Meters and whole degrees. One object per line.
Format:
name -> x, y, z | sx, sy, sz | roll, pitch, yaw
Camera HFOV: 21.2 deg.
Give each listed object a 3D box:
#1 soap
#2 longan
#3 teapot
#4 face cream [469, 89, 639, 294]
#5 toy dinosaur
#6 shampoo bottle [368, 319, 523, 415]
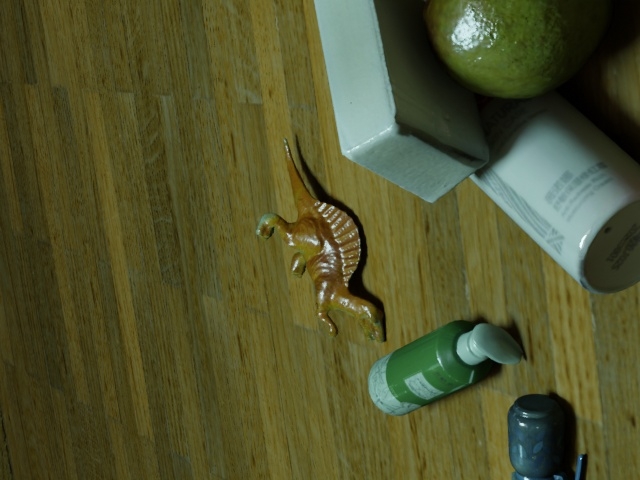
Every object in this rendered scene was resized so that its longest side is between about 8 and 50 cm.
soap -> 0.061, -0.133, 1.312 | 0.063, 0.121, 0.183 | -29, 56, 32
longan -> 0.134, -0.184, 1.279 | 0.155, 0.176, 0.145 | -90, 2, -58
teapot -> 0.194, 0.176, 1.476 | 0.049, 0.063, 0.083 | -85, -9, -67
face cream -> 0.146, -0.094, 1.374 | 0.345, 0.102, 0.102 | 48, 142, 42
toy dinosaur -> 0.000, 0.002, 1.757 | 0.142, 0.057, 0.212 | 2, 105, 51
shampoo bottle -> 0.113, 0.115, 1.583 | 0.204, 0.065, 0.065 | -36, 70, 61
